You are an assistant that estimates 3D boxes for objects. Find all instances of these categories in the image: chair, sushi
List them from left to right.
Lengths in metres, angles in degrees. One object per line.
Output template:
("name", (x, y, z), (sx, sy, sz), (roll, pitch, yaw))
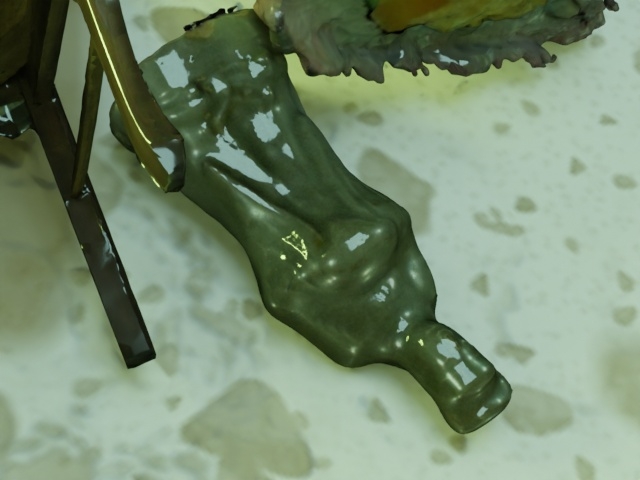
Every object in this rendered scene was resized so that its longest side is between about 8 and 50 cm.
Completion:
("chair", (-0.176, -0.100, 0.715), (0.160, 0.186, 0.319), (-15, 64, -17))
("sushi", (0.069, -0.163, 0.799), (0.241, 0.161, 0.107), (-5, 55, -37))

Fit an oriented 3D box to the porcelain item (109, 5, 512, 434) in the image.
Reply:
("porcelain item", (0.000, 0.000, 0.769), (0.081, 0.069, 0.216), (-31, 74, -34))
